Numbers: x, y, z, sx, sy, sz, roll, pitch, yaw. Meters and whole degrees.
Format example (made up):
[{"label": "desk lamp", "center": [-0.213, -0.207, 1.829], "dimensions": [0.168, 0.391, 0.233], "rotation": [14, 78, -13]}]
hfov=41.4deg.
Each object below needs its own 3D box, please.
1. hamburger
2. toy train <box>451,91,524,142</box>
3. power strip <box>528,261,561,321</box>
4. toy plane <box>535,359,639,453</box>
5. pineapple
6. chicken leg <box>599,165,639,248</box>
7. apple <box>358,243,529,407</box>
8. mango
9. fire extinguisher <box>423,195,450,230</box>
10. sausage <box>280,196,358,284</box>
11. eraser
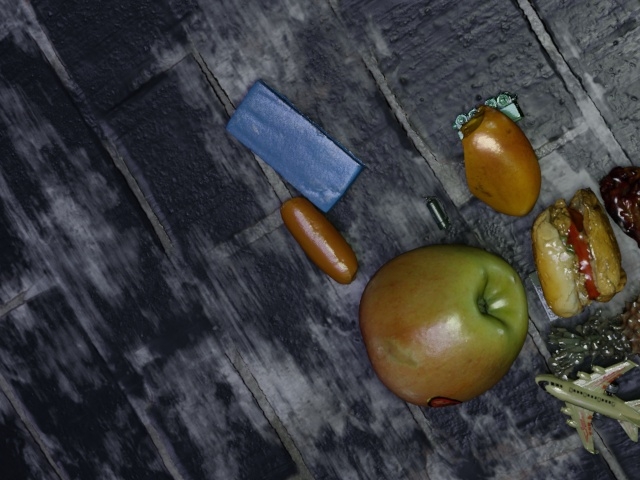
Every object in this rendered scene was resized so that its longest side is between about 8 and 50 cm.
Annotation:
[{"label": "hamburger", "center": [0.502, 0.026, 1.676], "dimensions": [0.163, 0.244, 0.244], "rotation": [-18, 96, 24]}, {"label": "toy train", "center": [0.348, -0.255, 1.759], "dimensions": [0.148, 0.038, 0.071], "rotation": [-27, 96, 21]}, {"label": "power strip", "center": [0.486, 0.107, 1.808], "dimensions": [0.051, 0.019, 0.136], "rotation": [-24, 95, 23]}, {"label": "toy plane", "center": [0.573, 0.335, 1.794], "dimensions": [0.244, 0.092, 0.229], "rotation": [23, 110, 13]}, {"label": "pineapple", "center": [0.632, 0.189, 1.700], "dimensions": [0.361, 0.175, 0.175], "rotation": [-20, 96, 20]}, {"label": "chicken leg", "center": [0.720, -0.007, 1.641], "dimensions": [0.407, 0.096, 0.158], "rotation": [38, 135, 26]}, {"label": "apple", "center": [0.262, 0.169, 1.721], "dimensions": [0.305, 0.338, 0.338], "rotation": [-24, 94, 35]}, {"label": "mango", "center": [0.363, -0.149, 1.720], "dimensions": [0.154, 0.126, 0.252], "rotation": [-19, 117, 27]}, {"label": "fire extinguisher", "center": [0.254, -0.065, 1.842], "dimensions": [0.038, 0.025, 0.083], "rotation": [-32, 92, -16]}, {"label": "sausage", "center": [0.000, 0.000, 1.902], "dimensions": [0.098, 0.098, 0.238], "rotation": [-40, 87, 22]}, {"label": "eraser", "center": [-0.059, -0.211, 1.898], "dimensions": [0.312, 0.042, 0.144], "rotation": [41, 111, 5]}]
